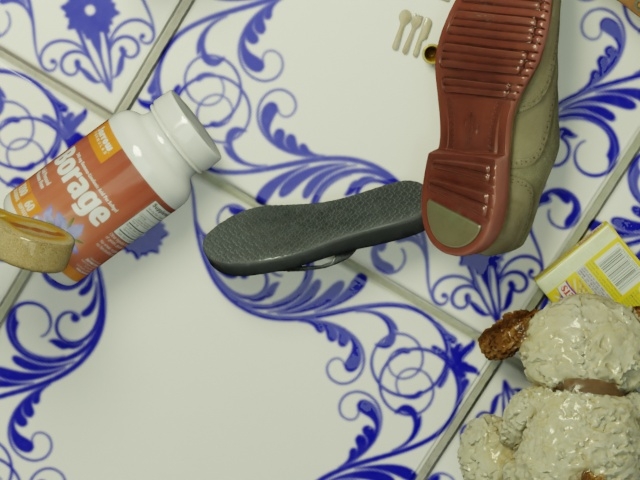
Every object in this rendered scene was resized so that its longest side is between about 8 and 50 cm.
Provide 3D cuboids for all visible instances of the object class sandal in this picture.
[{"bbox_3d":[0.001,0.000,1.849,0.254,0.097,0.054,-10,128,1],"label":"sandal"}]

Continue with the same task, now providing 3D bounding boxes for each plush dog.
[{"bbox_3d":[0.278,0.169,1.838,0.262,0.210,0.225,1,82,5],"label":"plush dog"}]

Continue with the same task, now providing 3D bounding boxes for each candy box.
[{"bbox_3d":[0.342,0.088,1.907,0.105,0.027,0.206,-39,100,9],"label":"candy box"}]

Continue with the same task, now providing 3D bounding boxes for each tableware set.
[{"bbox_3d":[0.145,-0.256,1.834,0.104,0.024,0.154,19,99,-6],"label":"tableware set"}]

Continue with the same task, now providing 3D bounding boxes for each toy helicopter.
[{"bbox_3d":[-0.412,-0.045,1.708,0.355,0.235,0.140,21,100,16],"label":"toy helicopter"}]

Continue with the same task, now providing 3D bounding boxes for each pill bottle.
[{"bbox_3d":[-0.217,-0.060,1.810,0.216,0.121,0.121,-37,100,5],"label":"pill bottle"}]

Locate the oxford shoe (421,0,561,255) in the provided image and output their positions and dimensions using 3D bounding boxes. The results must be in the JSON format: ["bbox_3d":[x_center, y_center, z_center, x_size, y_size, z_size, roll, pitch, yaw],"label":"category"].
[{"bbox_3d":[0.198,-0.154,1.824,0.123,0.130,0.348,19,99,39],"label":"oxford shoe"}]

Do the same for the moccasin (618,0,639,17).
[{"bbox_3d":[0.406,-0.195,1.801,0.147,0.139,0.380,-41,103,18],"label":"moccasin"}]
